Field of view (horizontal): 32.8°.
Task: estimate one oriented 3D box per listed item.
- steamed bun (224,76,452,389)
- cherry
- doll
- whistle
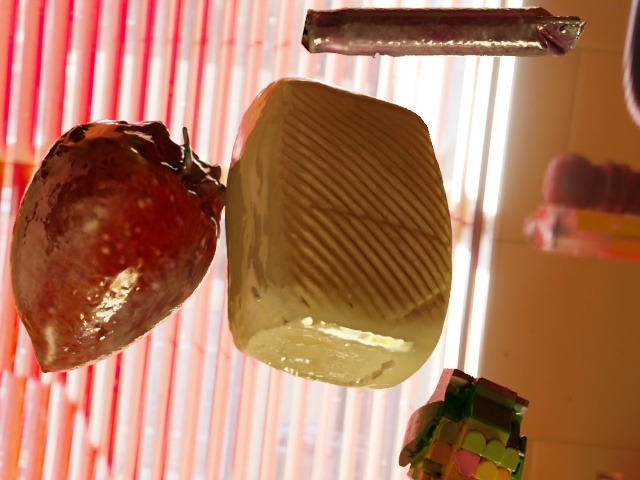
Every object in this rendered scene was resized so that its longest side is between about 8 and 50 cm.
[{"bbox_3d":[0.000,0.000,0.847,0.152,0.170,0.239,-45,38,47],"label":"steamed bun"},{"bbox_3d":[-0.190,0.007,0.976,0.250,0.175,0.192,-64,-4,-2],"label":"cherry"},{"bbox_3d":[0.120,0.203,0.970,0.134,0.106,0.186,-56,11,51],"label":"doll"},{"bbox_3d":[0.076,-0.131,0.681,0.033,0.176,0.033,180,90,-89],"label":"whistle"}]
